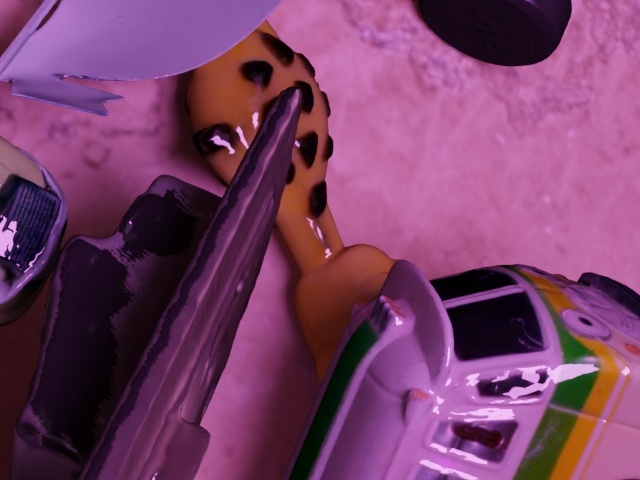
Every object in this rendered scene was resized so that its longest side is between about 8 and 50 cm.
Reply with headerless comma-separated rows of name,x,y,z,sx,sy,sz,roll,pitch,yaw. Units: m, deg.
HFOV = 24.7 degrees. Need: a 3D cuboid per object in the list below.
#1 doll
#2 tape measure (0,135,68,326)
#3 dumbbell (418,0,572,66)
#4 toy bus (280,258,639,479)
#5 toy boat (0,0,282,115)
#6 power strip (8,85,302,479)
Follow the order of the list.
doll,0.000,0.000,0.881,0.117,0.086,0.291,-33,100,-45
tape measure,-0.211,-0.018,0.711,0.175,0.200,0.106,35,66,-35
dumbbell,0.144,-0.218,0.978,0.100,0.100,0.191,32,70,-22
toy bus,0.065,0.156,0.803,0.179,0.143,0.305,18,106,-18
toy boat,-0.099,-0.195,0.838,0.292,0.070,0.210,-35,79,-30
power strip,-0.096,0.076,0.712,0.092,0.257,0.251,18,52,-3
